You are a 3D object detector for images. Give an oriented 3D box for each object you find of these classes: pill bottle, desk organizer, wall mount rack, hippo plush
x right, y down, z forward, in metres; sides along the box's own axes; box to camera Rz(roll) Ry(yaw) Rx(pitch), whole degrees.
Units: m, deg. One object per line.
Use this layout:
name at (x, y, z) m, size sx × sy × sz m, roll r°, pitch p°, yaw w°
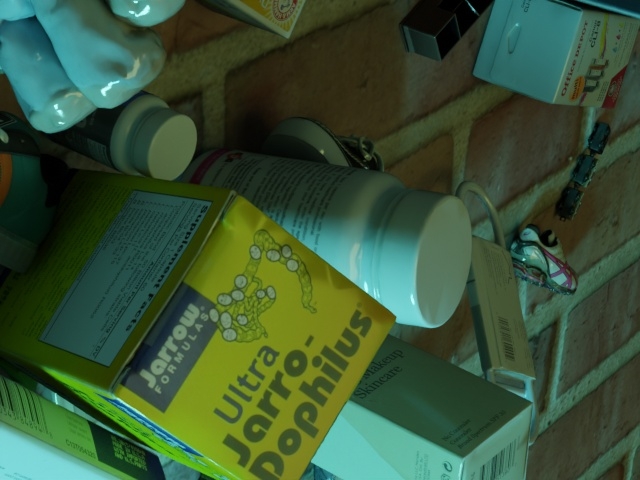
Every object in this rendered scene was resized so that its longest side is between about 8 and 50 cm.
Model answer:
pill bottle at (-0.185, -0.105, 1.594) m, size 0.078 × 0.137 × 0.078 m, roll -34°, pitch 135°, yaw -41°
pill bottle at (0.000, 0.000, 1.774) m, size 0.160 × 0.283 × 0.160 m, roll -26°, pitch 121°, yaw -56°
desk organizer at (0.155, -0.274, 2.065) m, size 0.130 × 0.050 × 0.047 m, roll -50°, pitch 145°, yaw -25°
wall mount rack at (0.204, 0.113, 2.238) m, size 0.304 × 0.130 × 0.350 m, roll 20°, pitch 56°, yaw -55°
hippo plush at (-0.253, -0.214, 1.333) m, size 0.236 × 0.234 × 0.294 m, roll -15°, pitch 123°, yaw -52°

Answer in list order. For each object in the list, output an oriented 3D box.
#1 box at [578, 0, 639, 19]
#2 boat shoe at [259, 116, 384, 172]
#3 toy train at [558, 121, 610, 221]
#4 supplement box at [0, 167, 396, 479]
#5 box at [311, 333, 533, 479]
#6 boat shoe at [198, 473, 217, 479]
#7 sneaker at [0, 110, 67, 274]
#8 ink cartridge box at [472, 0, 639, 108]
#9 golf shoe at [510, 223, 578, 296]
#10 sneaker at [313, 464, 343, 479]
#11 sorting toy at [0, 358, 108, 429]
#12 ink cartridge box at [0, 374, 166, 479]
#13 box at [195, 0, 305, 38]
box at (0.467, -0.460, 2.131) m, size 0.293 × 0.212 × 0.395 m, roll -1°, pitch 110°, yaw -56°
boat shoe at (0.021, -0.069, 1.947) m, size 0.105 × 0.113 × 0.306 m, roll -62°, pitch 151°, yaw -19°
toy train at (0.387, -0.099, 2.546) m, size 0.158 × 0.027 × 0.036 m, roll -65°, pitch 159°, yaw -3°
supplement box at (-0.134, 0.075, 1.539) m, size 0.195 × 0.356 × 0.194 m, roll 37°, pitch 77°, yaw -27°
box at (0.076, 0.204, 2.013) m, size 0.148 × 0.311 × 0.121 m, roll -33°, pitch 135°, yaw -43°
boat shoe at (-0.110, 0.321, 2.044) m, size 0.223 × 0.080 × 0.073 m, roll -59°, pitch 153°, yaw -2°
sneaker at (-0.315, -0.070, 1.466) m, size 0.121 × 0.108 × 0.302 m, roll -63°, pitch 156°, yaw -6°
ink cartridge box at (0.304, -0.248, 2.230) m, size 0.176 × 0.127 × 0.128 m, roll -3°, pitch 113°, yaw -54°
golf shoe at (0.332, 0.030, 2.508) m, size 0.186 × 0.067 × 0.086 m, roll 21°, pitch 91°, yaw -58°
sneaker at (0.103, 0.249, 2.260) m, size 0.283 × 0.122 × 0.110 m, roll -33°, pitch 135°, yaw -42°
sorting toy at (-0.202, 0.114, 1.795) m, size 0.348 × 0.047 × 0.196 m, roll -34°, pitch 136°, yaw -41°
ink cartridge box at (-0.351, 0.242, 1.545) m, size 0.330 × 0.071 × 0.324 m, roll -27°, pitch 150°, yaw 13°
box at (-0.095, -0.284, 1.642) m, size 0.203 × 0.103 × 0.114 m, roll 24°, pitch 90°, yaw -58°
